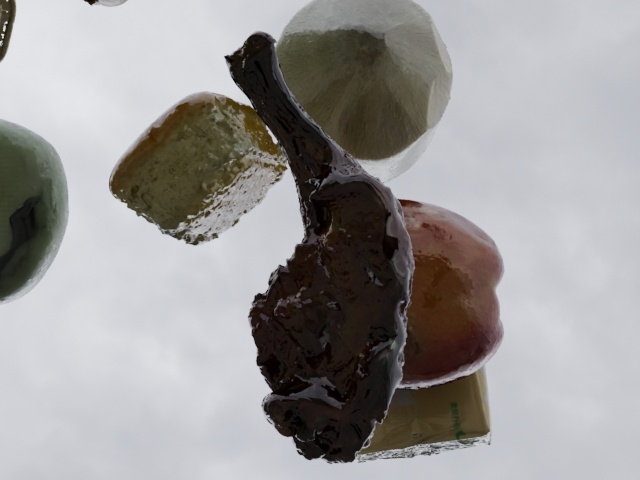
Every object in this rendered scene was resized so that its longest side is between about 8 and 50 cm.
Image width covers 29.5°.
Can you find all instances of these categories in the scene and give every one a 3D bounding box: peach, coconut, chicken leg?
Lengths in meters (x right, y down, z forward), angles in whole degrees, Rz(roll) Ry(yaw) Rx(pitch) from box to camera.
[{"bbox_3d":[0.091,0.067,1.390,0.243,0.243,0.200,8,-41,2],"label":"peach"},{"bbox_3d":[0.053,-0.204,1.593,0.237,0.237,0.266,8,-20,2],"label":"coconut"},{"bbox_3d":[0.000,0.000,1.114,0.157,0.407,0.096,-8,-12,-8],"label":"chicken leg"}]

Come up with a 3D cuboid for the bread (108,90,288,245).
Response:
[{"bbox_3d":[-0.133,-0.084,1.388,0.121,0.245,0.174,42,-79,14],"label":"bread"}]

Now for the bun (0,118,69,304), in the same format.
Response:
[{"bbox_3d":[-0.478,-0.039,1.765,0.283,0.179,0.283,-1,-94,17],"label":"bun"}]

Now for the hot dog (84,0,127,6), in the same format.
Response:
[{"bbox_3d":[-0.252,-0.312,1.210,0.076,0.102,0.249,-29,-19,-6],"label":"hot dog"}]

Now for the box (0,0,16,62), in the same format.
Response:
[{"bbox_3d":[-0.283,-0.168,0.779,0.177,0.111,0.111,31,-51,-2],"label":"box"}]

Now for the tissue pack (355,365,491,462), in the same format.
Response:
[{"bbox_3d":[0.112,0.156,1.520,0.186,0.222,0.090,-8,-18,9],"label":"tissue pack"}]
